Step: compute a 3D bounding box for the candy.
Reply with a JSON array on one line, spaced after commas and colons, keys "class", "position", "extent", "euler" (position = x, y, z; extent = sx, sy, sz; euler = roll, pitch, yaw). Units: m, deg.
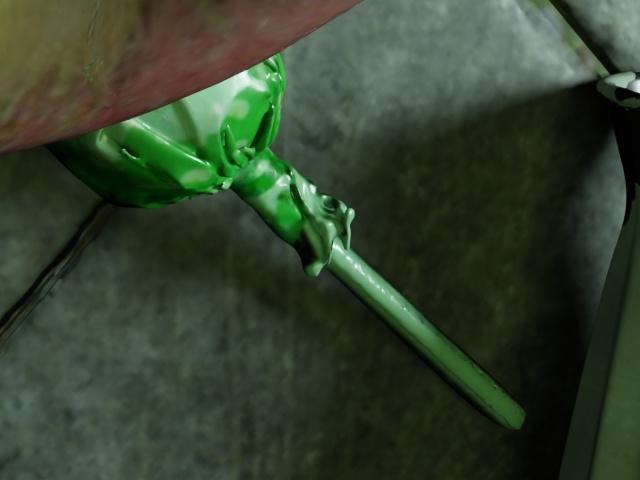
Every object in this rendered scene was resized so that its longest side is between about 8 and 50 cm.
[{"class": "candy", "position": [0.002, -0.001, 0.659], "extent": [0.097, 0.097, 0.323], "euler": [-51, 129, -5]}]

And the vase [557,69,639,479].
[{"class": "vase", "position": [0.176, 0.106, 0.739], "extent": [0.165, 0.165, 0.360], "euler": [-5, 104, -27]}]

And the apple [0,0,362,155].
[{"class": "apple", "position": [-0.092, -0.178, 0.412], "extent": [0.344, 0.345, 0.269], "euler": [-20, 77, -21]}]
